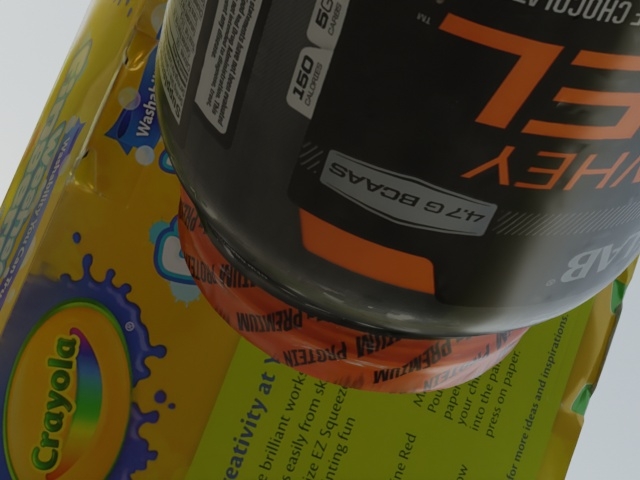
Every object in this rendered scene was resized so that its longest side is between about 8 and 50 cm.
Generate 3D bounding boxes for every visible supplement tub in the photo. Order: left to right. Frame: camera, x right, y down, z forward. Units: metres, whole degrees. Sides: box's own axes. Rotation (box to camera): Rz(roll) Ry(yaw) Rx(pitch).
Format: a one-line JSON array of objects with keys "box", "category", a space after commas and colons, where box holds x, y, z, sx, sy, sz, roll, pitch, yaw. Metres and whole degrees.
[{"box": [0.059, -0.110, 0.438, 0.207, 0.207, 0.338, 49, -38, 26], "category": "supplement tub"}]

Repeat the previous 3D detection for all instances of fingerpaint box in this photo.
[{"box": [0.000, 0.000, 0.812, 0.371, 0.444, 0.163, 25, -12, -23], "category": "fingerpaint box"}]
